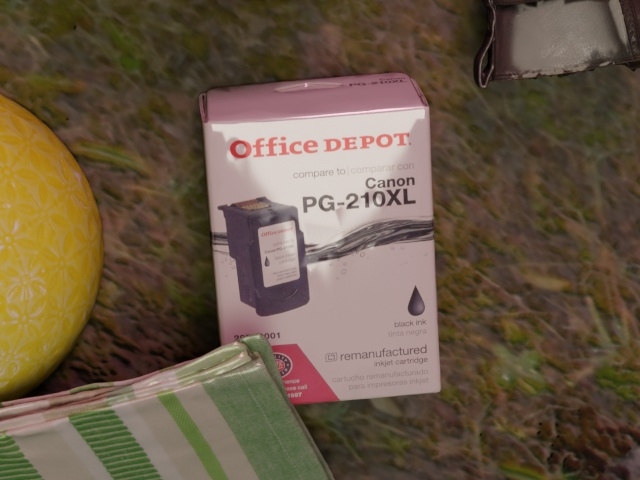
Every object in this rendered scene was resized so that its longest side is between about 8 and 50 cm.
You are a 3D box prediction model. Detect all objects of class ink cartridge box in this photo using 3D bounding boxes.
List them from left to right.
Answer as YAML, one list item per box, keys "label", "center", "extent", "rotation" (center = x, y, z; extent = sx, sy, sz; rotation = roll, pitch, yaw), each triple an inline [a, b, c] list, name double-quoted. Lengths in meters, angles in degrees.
- label: "ink cartridge box"
  center: [0.000, 0.000, 1.214]
  extent: [0.172, 0.100, 0.237]
  rotation: [-5, 109, -3]

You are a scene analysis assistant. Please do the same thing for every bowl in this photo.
- label: "bowl"
  center: [-0.312, 0.031, 1.168]
  extent: [0.289, 0.156, 0.289]
  rotation: [-2, 109, -5]

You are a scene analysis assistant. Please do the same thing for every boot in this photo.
- label: "boot"
  center: [0.218, -0.240, 1.148]
  extent: [0.263, 0.091, 0.229]
  rotation: [-15, 103, 2]

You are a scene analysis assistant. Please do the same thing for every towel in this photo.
- label: "towel"
  center: [-0.165, 0.187, 1.226]
  extent: [0.325, 0.038, 0.248]
  rotation: [-15, 138, 7]
